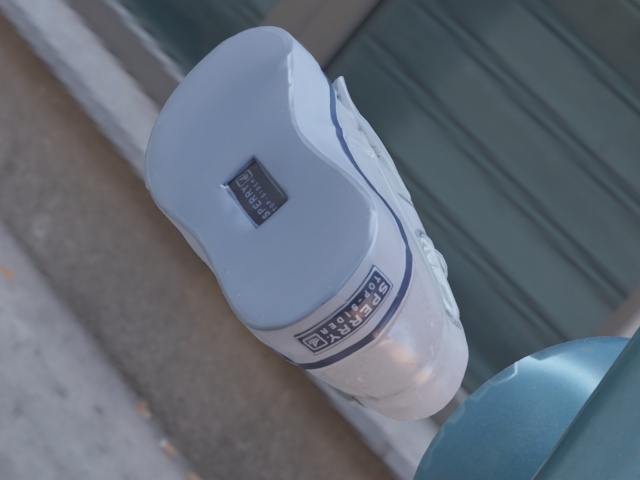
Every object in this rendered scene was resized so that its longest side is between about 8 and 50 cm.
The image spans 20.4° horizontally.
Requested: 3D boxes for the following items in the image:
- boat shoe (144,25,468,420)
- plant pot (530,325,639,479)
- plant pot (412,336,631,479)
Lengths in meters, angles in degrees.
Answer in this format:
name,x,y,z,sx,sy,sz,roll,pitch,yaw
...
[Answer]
name,x,y,z,sx,sy,sz,roll,pitch,yaw
boat shoe,0.007,-0.005,1.066,0.156,0.136,0.367,46,4,-29
plant pot,0.266,0.052,0.621,0.341,0.334,0.341,41,0,0
plant pot,0.239,0.251,1.442,0.290,0.290,0.195,29,14,-34
